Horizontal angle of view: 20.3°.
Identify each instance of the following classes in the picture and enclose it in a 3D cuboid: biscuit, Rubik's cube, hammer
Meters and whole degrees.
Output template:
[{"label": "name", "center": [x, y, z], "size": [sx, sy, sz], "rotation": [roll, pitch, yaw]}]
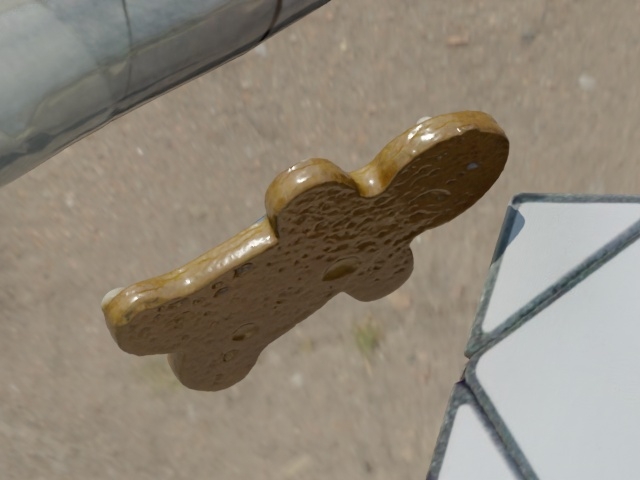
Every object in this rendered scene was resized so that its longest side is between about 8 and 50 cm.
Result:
[{"label": "biscuit", "center": [0.000, 0.000, 0.859], "size": [0.205, 0.138, 0.031], "rotation": [-33, 61, 10]}, {"label": "Rubik's cube", "center": [0.194, 0.111, 0.874], "size": [0.205, 0.205, 0.207], "rotation": [3, 62, 35]}, {"label": "hammer", "center": [0.038, -0.089, 0.464], "size": [0.427, 0.044, 0.152], "rotation": [-35, 90, -39]}]
